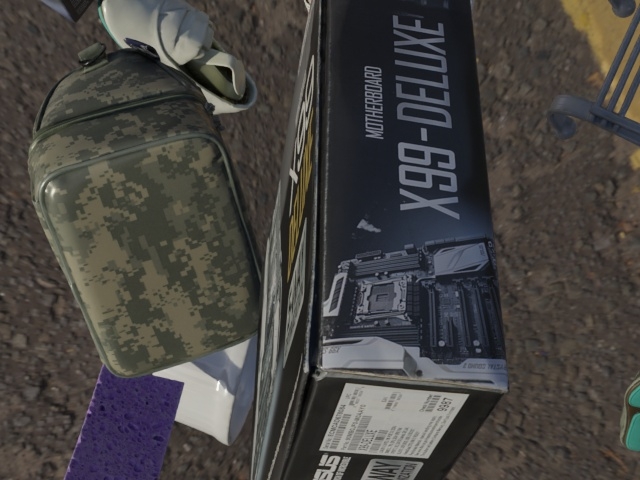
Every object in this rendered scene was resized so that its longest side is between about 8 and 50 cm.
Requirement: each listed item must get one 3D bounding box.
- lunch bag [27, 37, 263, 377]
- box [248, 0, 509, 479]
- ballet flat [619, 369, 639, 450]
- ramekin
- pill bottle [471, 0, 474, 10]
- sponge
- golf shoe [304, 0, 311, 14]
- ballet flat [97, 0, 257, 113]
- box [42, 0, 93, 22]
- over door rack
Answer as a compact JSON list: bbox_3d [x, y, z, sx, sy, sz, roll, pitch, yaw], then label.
[{"bbox_3d":[-0.196,-0.045,1.086,0.212,0.256,0.305,-20,126,-8],"label":"lunch bag"},{"bbox_3d":[0.012,0.035,0.518,0.076,0.307,0.243,6,56,-6],"label":"box"},{"bbox_3d":[0.445,0.211,1.308,0.072,0.213,0.068,4,50,7],"label":"ballet flat"},{"bbox_3d":[-0.162,0.168,1.510,0.135,0.277,0.277,17,83,5],"label":"ramekin"},{"bbox_3d":[0.152,-0.405,1.715,0.229,0.131,0.131,10,83,4],"label":"pill bottle"},{"bbox_3d":[-0.261,0.267,1.272,0.117,0.031,0.210,17,51,-8],"label":"sponge"},{"bbox_3d":[0.008,-0.226,0.905,0.067,0.086,0.186,13,122,34],"label":"golf shoe"},{"bbox_3d":[-0.213,-0.321,1.602,0.139,0.400,0.139,-6,71,18],"label":"ballet flat"},{"bbox_3d":[-0.434,-0.485,1.318,0.296,0.294,0.183,35,85,-2],"label":"box"},{"bbox_3d":[0.359,-0.124,0.688,0.324,0.108,0.240,24,84,18],"label":"over door rack"}]
